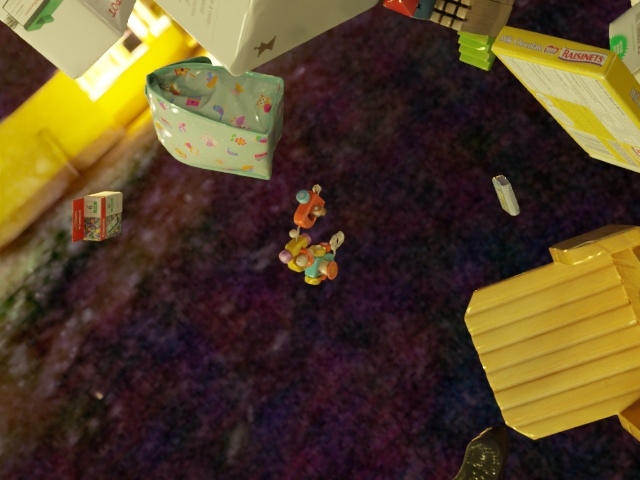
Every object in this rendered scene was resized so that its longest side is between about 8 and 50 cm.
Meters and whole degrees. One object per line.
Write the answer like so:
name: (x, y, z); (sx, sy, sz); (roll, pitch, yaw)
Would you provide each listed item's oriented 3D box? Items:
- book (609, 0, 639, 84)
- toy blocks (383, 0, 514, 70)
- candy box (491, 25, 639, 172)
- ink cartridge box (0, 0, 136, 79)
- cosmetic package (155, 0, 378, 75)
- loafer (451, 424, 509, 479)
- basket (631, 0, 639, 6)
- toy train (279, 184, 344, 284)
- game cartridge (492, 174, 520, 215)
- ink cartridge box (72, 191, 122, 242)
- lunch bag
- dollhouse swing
book: (0.336, -0.209, 0.949); (0.144, 0.035, 0.096); (-38, 34, 45)
toy blocks: (0.194, -0.422, 1.306); (0.261, 0.191, 0.381); (-11, -55, -57)
candy box: (0.229, -0.105, 0.820); (0.105, 0.206, 0.027); (23, 85, 42)
ink cartridge box: (-0.306, -0.307, 1.099); (0.093, 0.219, 0.160); (-33, 33, 29)
cosmetic package: (-0.111, -0.528, 1.497); (0.327, 0.393, 0.329); (-34, -20, -33)
loafer: (0.266, 0.381, 1.641); (0.078, 0.080, 0.220); (-38, -26, -40)
basket: (0.610, -0.445, 1.612); (0.255, 0.201, 0.289); (-44, -27, -19)
toy train: (0.000, 0.000, 1.524); (0.046, 0.166, 0.125); (21, 73, 33)
game cartridge: (0.274, -0.069, 1.500); (0.017, 0.056, 0.083); (-18, 9, 2)
ink cartridge box: (-0.315, -0.033, 1.431); (0.029, 0.062, 0.115); (4, 8, 10)
lunch bag: (-0.211, -0.244, 1.994); (0.223, 0.262, 0.160); (95, -171, -68)
dollhouse swing: (0.433, 0.187, 1.711); (0.305, 0.346, 0.315); (-21, 0, 4)
